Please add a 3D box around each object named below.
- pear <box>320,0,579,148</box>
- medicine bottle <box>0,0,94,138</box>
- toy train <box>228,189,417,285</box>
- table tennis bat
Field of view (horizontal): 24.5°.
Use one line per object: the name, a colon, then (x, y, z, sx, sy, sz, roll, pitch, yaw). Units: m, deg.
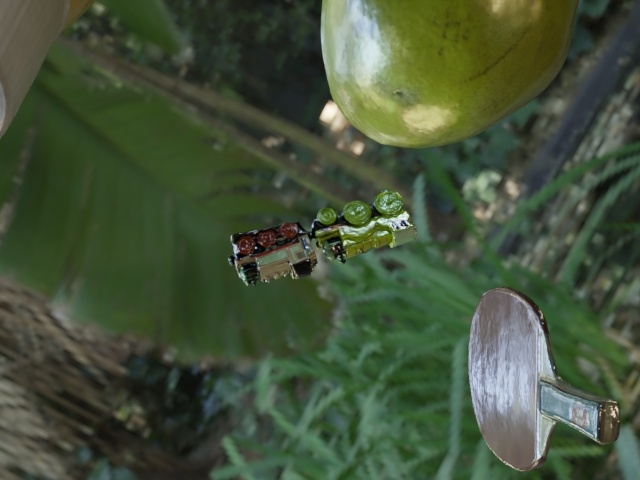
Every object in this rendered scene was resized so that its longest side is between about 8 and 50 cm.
pear: (0.105, -0.190, 1.224, 0.269, 0.212, 0.212, -47, 11, 36)
medicine bottle: (-0.249, -0.253, 1.070, 0.224, 0.224, 0.384, 120, 168, -50)
toy train: (0.000, 0.000, 1.963, 0.053, 0.249, 0.085, 86, 165, -59)
table tennis bat: (0.176, 0.122, 1.219, 0.274, 0.021, 0.154, -160, 69, -73)
